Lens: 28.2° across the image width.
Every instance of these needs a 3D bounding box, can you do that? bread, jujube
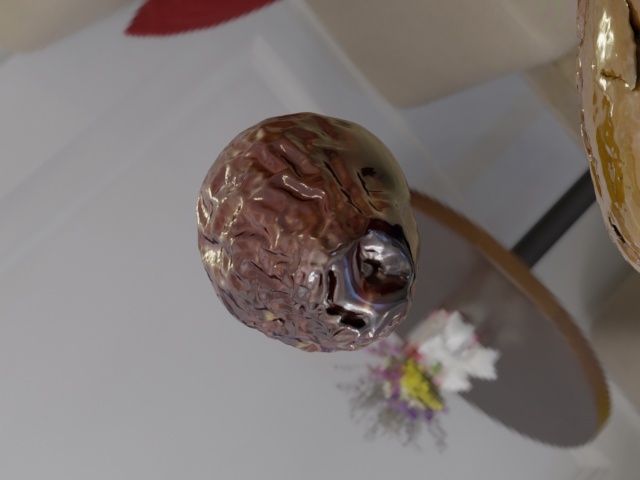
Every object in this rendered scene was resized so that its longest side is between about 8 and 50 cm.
[{"bbox_3d":[0.219,-0.113,0.732,0.142,0.270,0.195,-1,166,10],"label":"bread"},{"bbox_3d":[0.000,0.000,0.867,0.168,0.168,0.236,53,175,-19],"label":"jujube"}]
